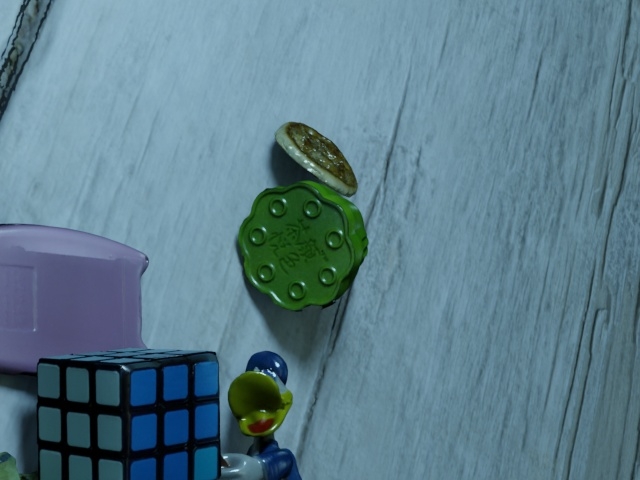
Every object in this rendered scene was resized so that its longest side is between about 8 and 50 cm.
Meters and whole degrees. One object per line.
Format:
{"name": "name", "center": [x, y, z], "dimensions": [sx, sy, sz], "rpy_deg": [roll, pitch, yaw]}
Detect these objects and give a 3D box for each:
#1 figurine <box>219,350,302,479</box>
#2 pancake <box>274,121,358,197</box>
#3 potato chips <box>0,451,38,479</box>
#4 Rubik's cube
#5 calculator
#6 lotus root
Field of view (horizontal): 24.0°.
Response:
{"name": "figurine", "center": [-0.096, 0.300, 1.977], "dimensions": [0.283, 0.204, 0.338], "rpy_deg": [21, 54, -33]}
{"name": "pancake", "center": [-0.002, -0.120, 2.172], "dimensions": [0.158, 0.028, 0.158], "rpy_deg": [37, 19, -15]}
{"name": "potato chips", "center": [-0.390, 0.456, 1.684], "dimensions": [0.358, 0.070, 0.429], "rpy_deg": [-5, 86, -48]}
{"name": "Rubik's cube", "center": [-0.225, 0.213, 1.781], "dimensions": [0.160, 0.163, 0.162], "rpy_deg": [-2, 90, -50]}
{"name": "calculator", "center": [-0.325, 0.076, 1.850], "dimensions": [0.294, 0.043, 0.194], "rpy_deg": [8, 76, -42]}
{"name": "lotus root", "center": [0.000, 0.000, 2.124], "dimensions": [0.186, 0.186, 0.186], "rpy_deg": [12, 72, -43]}
